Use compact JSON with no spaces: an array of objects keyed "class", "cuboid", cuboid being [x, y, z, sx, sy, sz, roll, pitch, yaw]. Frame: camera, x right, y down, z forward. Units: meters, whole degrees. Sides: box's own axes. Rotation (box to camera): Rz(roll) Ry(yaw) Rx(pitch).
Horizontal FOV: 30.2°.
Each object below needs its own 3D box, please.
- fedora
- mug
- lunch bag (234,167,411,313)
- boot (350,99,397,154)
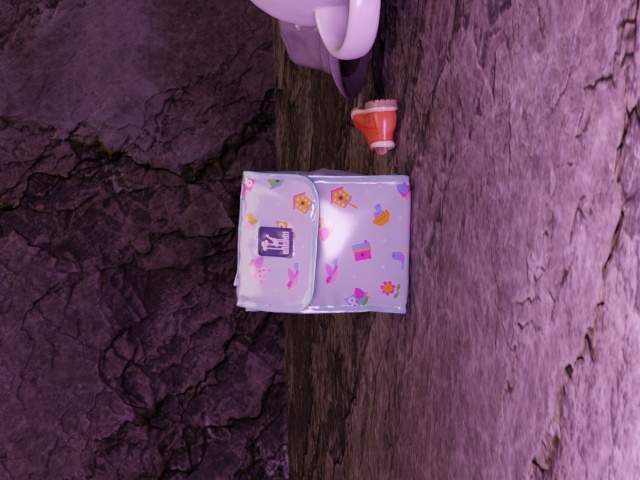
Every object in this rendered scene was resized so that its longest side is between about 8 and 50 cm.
[{"class":"fedora","cuboid":[0.006,-0.380,1.997,0.243,0.124,0.275,-60,-26,-53]},{"class":"mug","cuboid":[0.024,-0.445,1.702,0.328,0.276,0.374,146,117,-73]},{"class":"lunch bag","cuboid":[0.000,0.000,1.824,0.160,0.262,0.223,-145,56,-79]},{"class":"boot","cuboid":[0.088,-0.180,1.941,0.158,0.059,0.084,180,86,-80]}]
